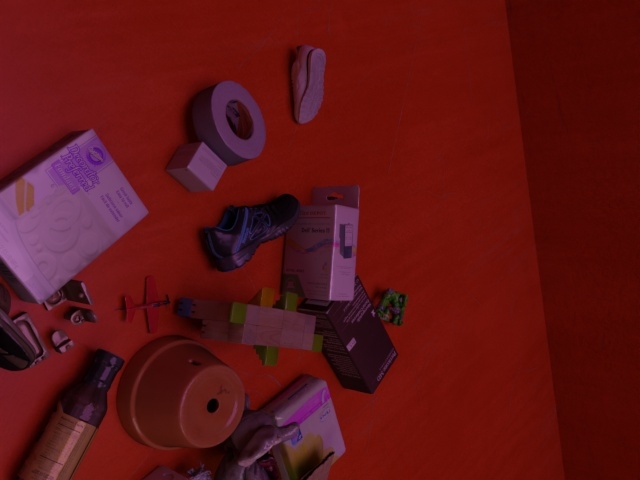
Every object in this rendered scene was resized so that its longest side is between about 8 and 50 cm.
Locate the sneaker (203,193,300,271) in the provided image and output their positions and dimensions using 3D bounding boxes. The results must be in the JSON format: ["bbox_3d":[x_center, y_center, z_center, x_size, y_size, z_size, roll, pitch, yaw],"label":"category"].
[{"bbox_3d":[-0.184,-0.055,1.776,0.341,0.125,0.139,-44,117,-39],"label":"sneaker"}]

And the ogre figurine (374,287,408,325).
[{"bbox_3d":[0.263,0.241,2.282,0.197,0.097,0.118,25,85,-33],"label":"ogre figurine"}]

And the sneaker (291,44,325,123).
[{"bbox_3d":[-0.049,-0.479,1.939,0.090,0.095,0.235,-12,120,-50],"label":"sneaker"}]

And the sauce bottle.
[{"bbox_3d":[-0.552,0.413,1.411,0.111,0.111,0.344,44,60,-38],"label":"sauce bottle"}]

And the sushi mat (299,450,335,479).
[{"bbox_3d":[-0.030,0.779,1.929,0.151,0.019,0.316,-31,144,-41],"label":"sushi mat"}]

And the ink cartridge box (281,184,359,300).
[{"bbox_3d":[0.000,0.000,1.910,0.119,0.207,0.353,8,85,-48],"label":"ink cartridge box"}]

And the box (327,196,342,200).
[{"bbox_3d":[0.031,-0.098,2.045,0.052,0.062,0.083,8,85,-48],"label":"box"}]

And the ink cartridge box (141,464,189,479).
[{"bbox_3d":[-0.368,0.685,1.592,0.082,0.140,0.190,-33,114,-39],"label":"ink cartridge box"}]

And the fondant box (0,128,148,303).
[{"bbox_3d":[-0.576,-0.058,1.380,0.330,0.096,0.238,-49,124,-35],"label":"fondant box"}]

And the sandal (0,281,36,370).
[{"bbox_3d":[-0.681,0.134,1.282,0.086,0.120,0.302,-72,144,-57],"label":"sandal"}]

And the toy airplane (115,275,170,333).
[{"bbox_3d":[-0.440,0.163,1.579,0.151,0.028,0.151,1,89,-47],"label":"toy airplane"}]

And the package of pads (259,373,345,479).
[{"bbox_3d":[-0.048,0.594,1.958,0.229,0.101,0.296,-31,114,-40],"label":"package of pads"}]

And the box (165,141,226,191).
[{"bbox_3d":[-0.323,-0.189,1.638,0.101,0.102,0.087,45,58,-39],"label":"box"}]

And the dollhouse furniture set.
[{"bbox_3d":[-0.577,0.183,1.365,0.151,0.123,0.144,-36,116,-40],"label":"dollhouse furniture set"}]

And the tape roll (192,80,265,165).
[{"bbox_3d":[-0.243,-0.315,1.698,0.219,0.072,0.219,27,56,-50],"label":"tape roll"}]

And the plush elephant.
[{"bbox_3d":[-0.172,0.556,1.678,0.330,0.272,0.255,20,106,-36],"label":"plush elephant"}]

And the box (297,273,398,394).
[{"bbox_3d":[0.097,0.306,2.077,0.191,0.143,0.381,-50,127,-34],"label":"box"}]

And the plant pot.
[{"bbox_3d":[-0.330,0.396,1.578,0.291,0.203,0.290,-2,93,-46],"label":"plant pot"}]

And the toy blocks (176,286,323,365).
[{"bbox_3d":[-0.203,0.224,1.684,0.381,0.261,0.190,19,75,-53],"label":"toy blocks"}]
